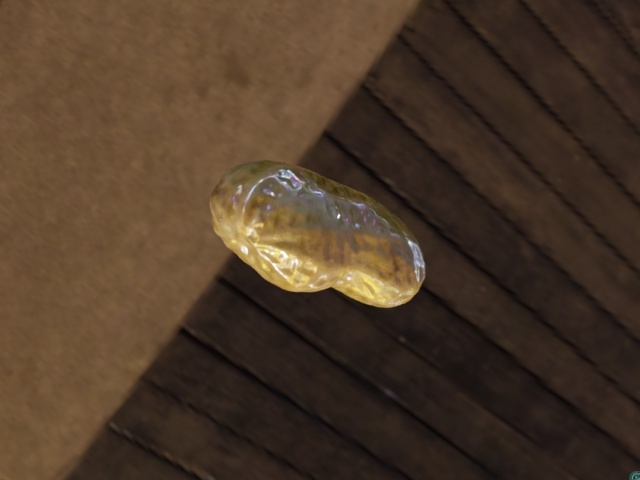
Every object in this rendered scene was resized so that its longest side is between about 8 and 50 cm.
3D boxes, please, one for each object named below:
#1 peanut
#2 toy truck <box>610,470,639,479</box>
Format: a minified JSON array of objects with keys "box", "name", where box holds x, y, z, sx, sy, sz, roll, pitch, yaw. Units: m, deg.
[{"box":[0.000,0.000,1.424,0.226,0.095,0.108,20,61,-33],"name":"peanut"},{"box":[0.330,0.251,1.474,0.175,0.081,0.067,-12,130,-19],"name":"toy truck"}]
